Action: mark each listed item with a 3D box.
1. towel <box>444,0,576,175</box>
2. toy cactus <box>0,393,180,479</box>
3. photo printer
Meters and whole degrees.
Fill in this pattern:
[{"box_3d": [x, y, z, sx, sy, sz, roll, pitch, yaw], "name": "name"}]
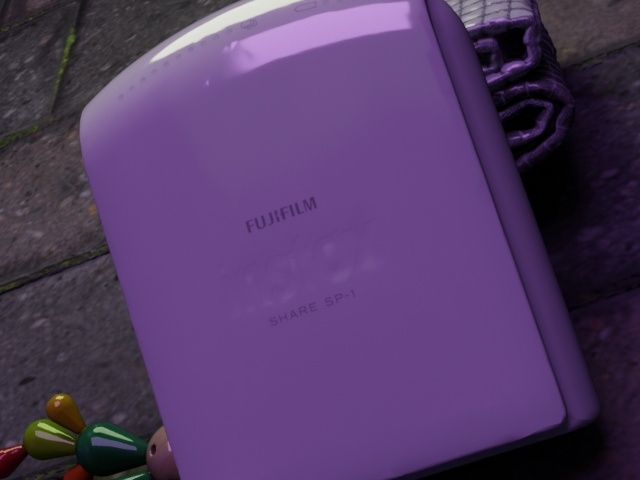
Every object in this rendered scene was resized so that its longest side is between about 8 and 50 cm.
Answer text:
[{"box_3d": [0.036, -0.092, 1.039, 0.283, 0.121, 0.235, -22, 20, 13], "name": "towel"}, {"box_3d": [-0.130, 0.156, 0.944, 0.180, 0.112, 0.219, -32, 25, -15], "name": "toy cactus"}, {"box_3d": [0.000, 0.000, 0.861, 0.256, 0.308, 0.107, -20, -8, 17], "name": "photo printer"}]
